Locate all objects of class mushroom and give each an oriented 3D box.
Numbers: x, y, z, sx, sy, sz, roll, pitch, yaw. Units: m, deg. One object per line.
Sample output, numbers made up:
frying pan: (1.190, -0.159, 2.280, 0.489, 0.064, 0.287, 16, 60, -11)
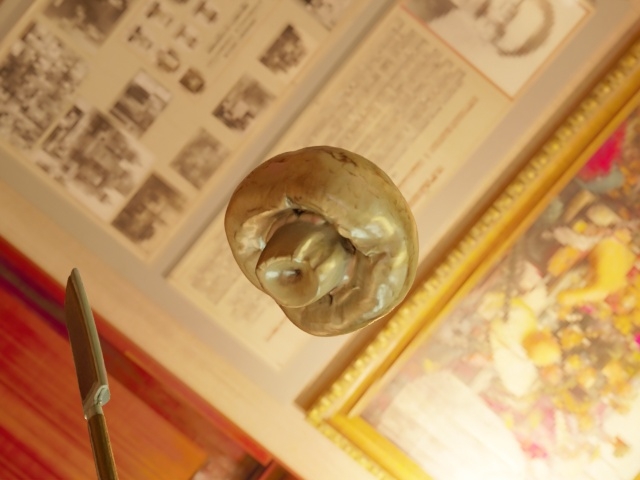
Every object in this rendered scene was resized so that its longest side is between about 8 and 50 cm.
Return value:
mushroom: (0.000, 0.000, 0.872, 0.148, 0.148, 0.112, -47, -172, 40)

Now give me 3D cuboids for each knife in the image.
knife: (-0.249, 0.170, 1.350, 0.061, 0.027, 0.343, -57, -139, 38)
